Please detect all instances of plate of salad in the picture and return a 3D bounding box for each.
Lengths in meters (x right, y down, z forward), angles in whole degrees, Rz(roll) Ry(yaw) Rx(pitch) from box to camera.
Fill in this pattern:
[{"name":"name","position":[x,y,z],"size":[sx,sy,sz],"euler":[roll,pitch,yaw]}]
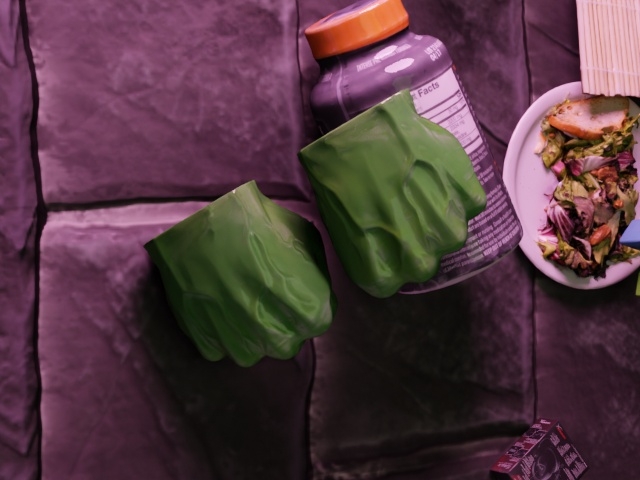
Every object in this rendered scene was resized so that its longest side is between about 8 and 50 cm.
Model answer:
[{"name":"plate of salad","position":[0.262,-0.053,1.567],"size":[0.200,0.048,0.199],"euler":[0,89,-30]}]

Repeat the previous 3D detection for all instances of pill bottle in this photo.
[{"name":"pill bottle","position":[0.073,-0.088,1.417],"size":[0.130,0.130,0.245],"euler":[-30,103,-26]}]

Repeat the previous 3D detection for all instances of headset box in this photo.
[{"name":"headset box","position":[0.204,0.217,1.540],"size":[0.083,0.032,0.062],"euler":[-42,108,-22]}]

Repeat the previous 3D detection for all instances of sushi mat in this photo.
[{"name":"sushi mat","position":[0.304,-0.290,1.592],"size":[0.151,0.019,0.316],"euler":[0,83,-28]}]

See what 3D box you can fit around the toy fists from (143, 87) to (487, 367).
[{"name":"toy fists","position":[0.000,0.000,1.338],"size":[0.279,0.096,0.142],"euler":[-30,90,11]}]

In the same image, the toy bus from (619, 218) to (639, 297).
[{"name":"toy bus","position":[0.404,-0.007,1.582],"size":[0.202,0.104,0.191],"euler":[32,70,-32]}]
